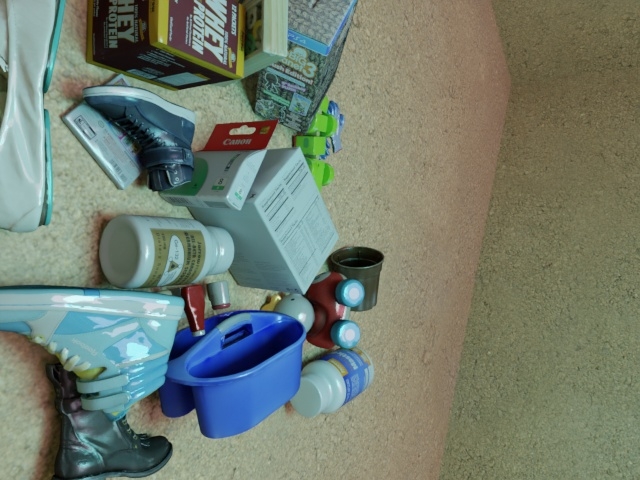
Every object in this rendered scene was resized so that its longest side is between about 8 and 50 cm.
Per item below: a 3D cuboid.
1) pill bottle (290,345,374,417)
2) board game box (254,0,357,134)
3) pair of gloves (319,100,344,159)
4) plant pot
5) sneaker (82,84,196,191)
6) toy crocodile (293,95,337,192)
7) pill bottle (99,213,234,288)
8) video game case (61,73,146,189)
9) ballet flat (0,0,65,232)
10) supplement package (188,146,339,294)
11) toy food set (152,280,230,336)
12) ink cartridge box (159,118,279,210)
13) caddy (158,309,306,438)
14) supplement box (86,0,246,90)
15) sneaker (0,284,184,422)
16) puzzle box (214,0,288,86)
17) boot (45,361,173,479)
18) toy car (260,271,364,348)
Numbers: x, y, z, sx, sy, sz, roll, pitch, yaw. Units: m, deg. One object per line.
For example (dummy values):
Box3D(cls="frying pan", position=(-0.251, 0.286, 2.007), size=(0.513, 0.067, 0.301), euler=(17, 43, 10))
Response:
Box3D(cls="pill bottle", position=(0.032, 0.412, 1.387), size=(0.272, 0.153, 0.152), euler=(-7, 99, -57))
Box3D(cls="board game box", position=(-0.034, -0.437, 1.089), size=(0.291, 0.141, 0.232), euler=(115, -2, -64))
Box3D(cls="pair of gloves", position=(0.022, -0.333, 1.423), size=(0.198, 0.023, 0.159), euler=(-34, 120, -49))
Box3D(cls="plant pot", position=(0.118, 0.125, 1.495), size=(0.167, 0.167, 0.165), euler=(-31, 125, -51))
Box3D(cls="sneaker", position=(-0.311, -0.174, 0.841), size=(0.226, 0.086, 0.163), euler=(6, 84, -58))
Box3D(cls="toy crocodile", position=(-0.029, -0.252, 1.297), size=(0.115, 0.105, 0.340), euler=(-7, 103, -56))
Box3D(cls="pill bottle", position=(-0.280, 0.021, 0.901), size=(0.229, 0.131, 0.131), euler=(1, 92, -57))
Box3D(cls="video game case", position=(-0.363, -0.196, 0.860), size=(0.143, 0.019, 0.157), euler=(-60, 137, -35))
Box3D(cls="ballet flat", position=(-0.440, -0.211, 0.662), size=(0.139, 0.139, 0.399), euler=(4, 91, -56))
Box3D(cls="supplement package", position=(-0.119, -0.044, 1.075), size=(0.198, 0.200, 0.262), euler=(-57, 137, -37))
Box3D(cls="toy food set", position=(-0.264, 0.144, 0.937), size=(0.232, 0.111, 0.104), euler=(-5, 84, -54))
Box3D(cls="ink cartridge box", position=(-0.202, -0.169, 0.957), size=(0.056, 0.181, 0.224), euler=(48, 54, -52))
Box3D(cls="caddy", position=(-0.180, 0.240, 0.979), size=(0.341, 0.242, 0.179), euler=(-19, 115, -55))
Box3D(cls="supplement box", position=(-0.266, -0.362, 0.830), size=(0.191, 0.194, 0.128), euler=(0, 92, -57))
Box3D(cls="sneaker", position=(-0.374, 0.174, 0.719), size=(0.319, 0.127, 0.208), euler=(8, 84, -31))
Box3D(cls="puzzle box", position=(-0.153, -0.534, 0.923), size=(0.052, 0.272, 0.408), euler=(-1, 93, -35))
Box3D(cls="boot", position=(-0.364, 0.307, 0.848), size=(0.263, 0.091, 0.228), euler=(17, 71, -63))
Box3D(cls="toy car", position=(-0.043, 0.180, 1.262), size=(0.238, 0.219, 0.210), euler=(9, 85, -28))
